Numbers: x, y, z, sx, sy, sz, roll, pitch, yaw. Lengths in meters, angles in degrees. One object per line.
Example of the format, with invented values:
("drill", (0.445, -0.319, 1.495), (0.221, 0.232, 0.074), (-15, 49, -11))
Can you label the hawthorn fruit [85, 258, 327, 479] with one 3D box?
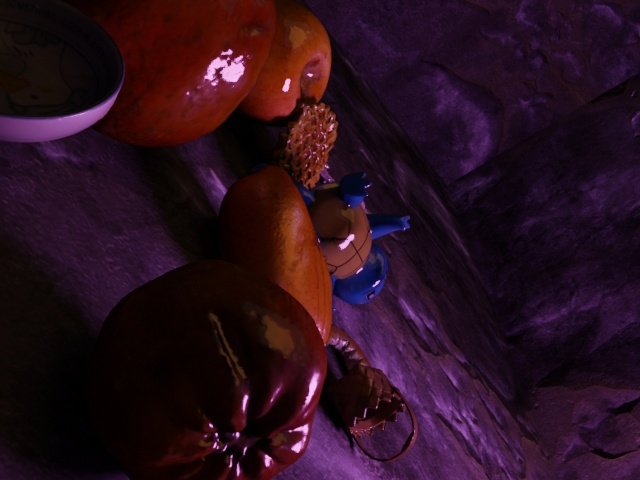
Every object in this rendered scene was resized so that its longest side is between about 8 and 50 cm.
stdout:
("hawthorn fruit", (-0.144, 0.145, 0.924), (0.277, 0.277, 0.298), (44, 4, -38))

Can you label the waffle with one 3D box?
("waffle", (-0.037, -0.206, 1.844), (0.052, 0.245, 0.254), (24, 10, 23))

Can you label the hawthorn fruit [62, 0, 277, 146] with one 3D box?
("hawthorn fruit", (-0.240, -0.359, 1.253), (0.403, 0.403, 0.402), (50, 20, -26))

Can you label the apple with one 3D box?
("apple", (-0.131, -0.416, 1.814), (0.275, 0.298, 0.299), (17, 6, 20))

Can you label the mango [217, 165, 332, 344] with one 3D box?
("mango", (-0.080, 0.049, 1.388), (0.199, 0.201, 0.349), (-2, 65, -28))

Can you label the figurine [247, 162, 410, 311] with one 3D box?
("figurine", (0.017, -0.004, 1.690), (0.416, 0.298, 0.243), (46, -23, -25))

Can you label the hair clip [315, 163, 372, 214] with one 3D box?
("hair clip", (0.064, -0.114, 2.169), (0.292, 0.085, 0.106), (48, 26, -18))

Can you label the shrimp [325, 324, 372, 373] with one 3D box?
("shrimp", (0.048, 0.241, 1.605), (0.166, 0.049, 0.161), (26, 34, -57))

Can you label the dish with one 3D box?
("dish", (-0.398, -0.195, 0.990), (0.273, 0.133, 0.273), (17, 41, -15))

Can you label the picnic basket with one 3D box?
("picnic basket", (0.108, 0.331, 1.483), (0.178, 0.128, 0.138), (50, 14, 32))
